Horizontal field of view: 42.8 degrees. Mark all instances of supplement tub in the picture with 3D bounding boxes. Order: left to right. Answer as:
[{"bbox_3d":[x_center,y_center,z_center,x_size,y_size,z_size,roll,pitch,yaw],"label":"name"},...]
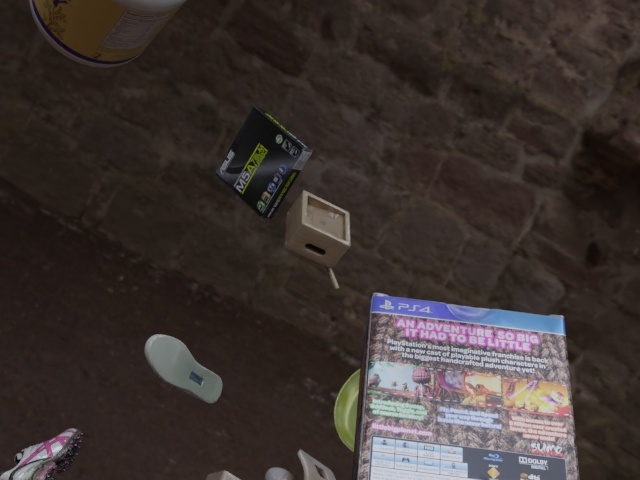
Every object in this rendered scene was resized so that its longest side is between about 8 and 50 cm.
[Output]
[{"bbox_3d":[-0.356,-0.477,1.446,0.241,0.241,0.331,27,-29,-25],"label":"supplement tub"}]

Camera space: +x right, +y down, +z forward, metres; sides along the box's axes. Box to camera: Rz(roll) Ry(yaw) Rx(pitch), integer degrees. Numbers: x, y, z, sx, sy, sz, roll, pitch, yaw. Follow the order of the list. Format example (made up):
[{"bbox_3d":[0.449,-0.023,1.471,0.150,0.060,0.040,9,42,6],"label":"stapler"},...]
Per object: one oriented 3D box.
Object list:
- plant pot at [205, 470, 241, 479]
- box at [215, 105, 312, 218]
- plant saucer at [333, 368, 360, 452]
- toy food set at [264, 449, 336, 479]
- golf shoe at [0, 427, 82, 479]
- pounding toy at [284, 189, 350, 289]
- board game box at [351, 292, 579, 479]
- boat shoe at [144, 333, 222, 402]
[{"bbox_3d":[-0.170,0.494,1.494,0.109,0.096,0.109,35,-30,-11],"label":"plant pot"},{"bbox_3d":[-0.132,-0.177,1.852,0.184,0.191,0.045,43,20,26],"label":"box"},{"bbox_3d":[0.147,0.347,1.660,0.241,0.241,0.037,34,-24,40],"label":"plant saucer"},{"bbox_3d":[-0.108,0.508,1.443,0.092,0.306,0.220,44,-7,29],"label":"toy food set"},{"bbox_3d":[-0.467,0.363,1.380,0.085,0.068,0.186,20,16,5],"label":"golf shoe"},{"bbox_3d":[0.000,0.000,1.628,0.141,0.100,0.130,25,35,-19],"label":"pounding toy"},{"bbox_3d":[0.155,0.229,0.929,0.231,0.291,0.141,7,-38,1],"label":"board game box"},{"bbox_3d":[-0.284,0.253,1.598,0.081,0.079,0.227,4,-31,36],"label":"boat shoe"}]
